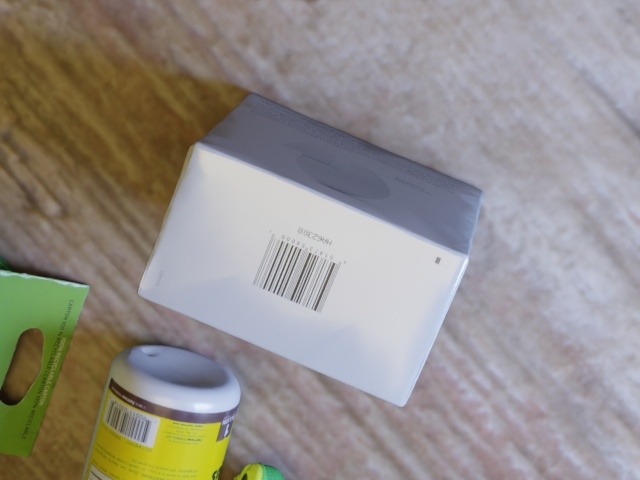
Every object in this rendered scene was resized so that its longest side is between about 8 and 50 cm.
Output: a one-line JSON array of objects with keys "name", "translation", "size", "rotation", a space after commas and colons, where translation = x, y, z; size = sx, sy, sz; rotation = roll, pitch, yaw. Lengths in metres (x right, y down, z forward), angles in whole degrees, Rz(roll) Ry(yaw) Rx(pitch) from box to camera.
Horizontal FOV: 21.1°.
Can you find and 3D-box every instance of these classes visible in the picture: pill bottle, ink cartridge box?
[{"name": "pill bottle", "translation": [-0.150, 0.208, 1.506], "size": [0.117, 0.117, 0.215], "rotation": [17, 105, 4]}, {"name": "ink cartridge box", "translation": [-0.322, 0.115, 1.454], "size": [0.255, 0.097, 0.189], "rotation": [11, 108, -33]}]

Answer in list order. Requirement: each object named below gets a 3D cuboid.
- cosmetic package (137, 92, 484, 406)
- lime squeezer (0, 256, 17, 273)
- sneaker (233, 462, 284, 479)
[{"name": "cosmetic package", "translation": [0.000, 0.000, 1.379], "size": [0.224, 0.224, 0.138], "rotation": [23, 108, 3]}, {"name": "lime squeezer", "translation": [-0.342, -0.105, 1.502], "size": [0.110, 0.059, 0.310], "rotation": [-12, 101, -20]}, {"name": "sneaker", "translation": [-0.007, 0.331, 1.537], "size": [0.123, 0.109, 0.295], "rotation": [-20, 96, -16]}]
